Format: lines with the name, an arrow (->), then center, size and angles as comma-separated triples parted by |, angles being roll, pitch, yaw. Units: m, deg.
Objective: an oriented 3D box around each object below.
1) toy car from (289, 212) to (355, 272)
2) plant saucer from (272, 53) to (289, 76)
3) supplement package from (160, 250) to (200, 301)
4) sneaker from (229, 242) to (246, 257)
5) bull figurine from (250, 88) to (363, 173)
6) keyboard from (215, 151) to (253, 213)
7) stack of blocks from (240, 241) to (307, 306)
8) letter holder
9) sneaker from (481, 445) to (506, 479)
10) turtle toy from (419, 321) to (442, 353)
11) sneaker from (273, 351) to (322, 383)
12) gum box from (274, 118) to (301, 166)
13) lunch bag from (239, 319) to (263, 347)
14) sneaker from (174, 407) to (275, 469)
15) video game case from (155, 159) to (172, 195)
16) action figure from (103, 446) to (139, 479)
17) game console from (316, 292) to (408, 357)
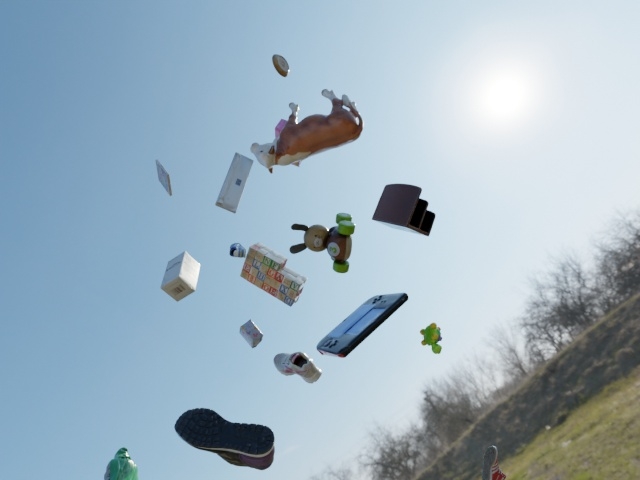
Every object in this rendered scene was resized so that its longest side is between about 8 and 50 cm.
toy car -> 0.000, 0.000, 1.264 | 0.188, 0.149, 0.155 | 5, -68, -5
plant saucer -> -0.134, -0.612, 1.428 | 0.015, 0.084, 0.083 | -18, -21, 35
supplement package -> -0.603, 0.153, 1.778 | 0.105, 0.179, 0.105 | -31, -57, 13
sneaker -> -0.378, 0.042, 1.813 | 0.059, 0.144, 0.053 | -3, -79, -31
bull figurine -> -0.035, -0.291, 1.098 | 0.309, 0.189, 0.101 | -10, -30, 16
keyboard -> -0.292, -0.204, 1.415 | 0.072, 0.256, 0.014 | 27, -39, -22
stack of blocks -> -0.216, 0.157, 1.931 | 0.087, 0.297, 0.171 | -33, -31, -62
letter holder -> 0.432, -0.164, 2.077 | 0.151, 0.301, 0.215 | 20, -90, -28
sneaker -> 0.548, 0.703, 1.284 | 0.066, 0.042, 0.119 | 13, -91, -20
turtle toy -> 0.471, 0.410, 1.715 | 0.066, 0.130, 0.095 | 18, -40, -20
sneaker -> -0.113, 0.539, 1.825 | 0.103, 0.252, 0.111 | -49, -49, -41
gum box -> -0.123, -0.391, 1.675 | 0.188, 0.107, 0.062 | 96, -160, -59
lunch bag -> -0.225, 0.305, 1.333 | 0.053, 0.071, 0.083 | -33, -20, -33
sneaker -> -0.261, 0.552, 1.105 | 0.107, 0.282, 0.124 | -59, -24, -56
video game case -> -0.562, -0.226, 1.471 | 0.011, 0.122, 0.087 | -19, -45, -30
action figure -> -0.424, 0.545, 0.859 | 0.063, 0.232, 0.137 | -32, -53, 5
game console -> 0.168, 0.355, 1.756 | 0.386, 0.060, 0.342 | -38, -1, -21
